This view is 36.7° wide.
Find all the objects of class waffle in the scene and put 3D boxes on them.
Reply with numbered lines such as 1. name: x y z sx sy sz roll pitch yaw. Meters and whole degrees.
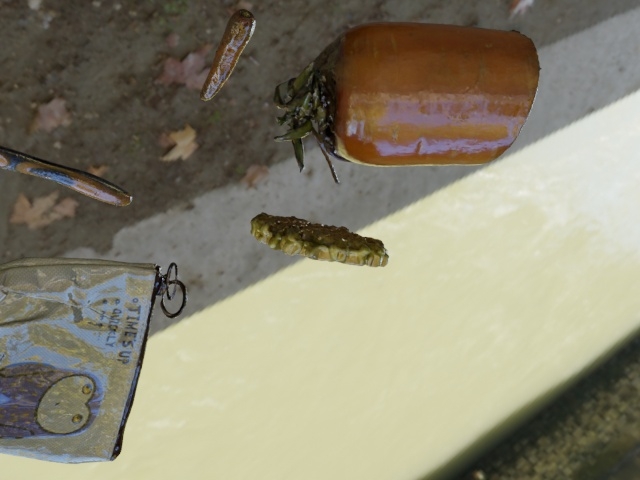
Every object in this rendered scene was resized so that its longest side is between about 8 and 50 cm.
1. waffle: -0.002 0.000 1.276 0.191 0.191 0.038 4 102 -53

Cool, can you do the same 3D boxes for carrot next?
1. carrot: -0.158 -0.304 1.615 0.047 0.047 0.191 -14 147 -42
2. carrot: 0.097 -0.192 1.286 0.331 0.193 0.214 0 163 -10

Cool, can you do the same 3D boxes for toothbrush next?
1. toothbrush: -0.305 -0.082 0.912 0.023 0.031 0.321 -42 140 23

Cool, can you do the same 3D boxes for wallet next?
1. wallet: -0.343 0.158 1.262 0.275 0.068 0.335 10 112 -24
